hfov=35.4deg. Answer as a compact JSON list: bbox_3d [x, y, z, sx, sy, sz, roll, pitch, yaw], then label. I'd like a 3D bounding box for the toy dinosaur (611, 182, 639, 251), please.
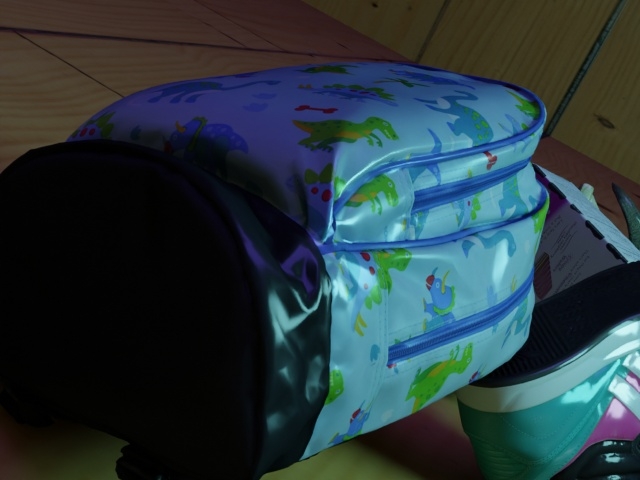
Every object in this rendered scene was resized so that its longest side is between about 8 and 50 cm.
[{"bbox_3d":[0.383,0.082,1.132,0.160,0.121,0.313,3,51,-17],"label":"toy dinosaur"}]

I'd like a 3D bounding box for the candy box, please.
[{"bbox_3d":[0.260,0.039,1.104,0.071,0.159,0.233,21,23,-25],"label":"candy box"}]

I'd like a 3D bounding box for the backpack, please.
[{"bbox_3d":[0.000,0.000,0.643,0.290,0.273,0.356,14,3,44],"label":"backpack"}]

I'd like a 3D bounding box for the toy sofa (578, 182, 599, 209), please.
[{"bbox_3d":[0.436,0.094,1.252,0.363,0.177,0.150,25,-13,8],"label":"toy sofa"}]

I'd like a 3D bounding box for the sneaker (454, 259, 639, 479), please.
[{"bbox_3d":[0.238,0.130,0.780,0.296,0.178,0.124,-18,22,-23],"label":"sneaker"}]
